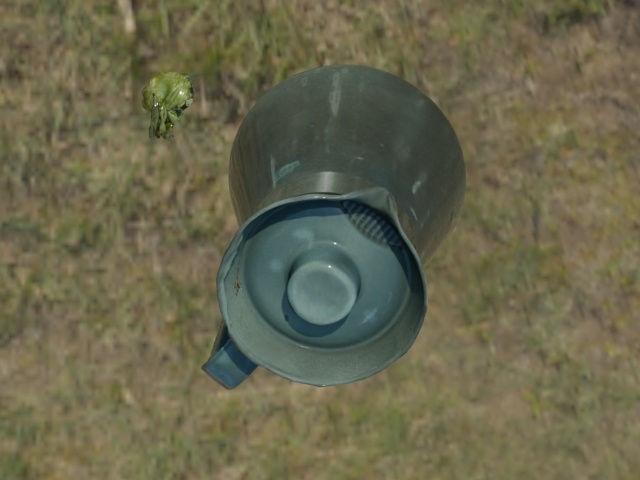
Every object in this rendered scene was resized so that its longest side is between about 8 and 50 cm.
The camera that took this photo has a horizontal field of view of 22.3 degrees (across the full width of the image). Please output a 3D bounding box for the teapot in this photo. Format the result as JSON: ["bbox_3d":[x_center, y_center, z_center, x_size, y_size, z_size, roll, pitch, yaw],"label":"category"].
[{"bbox_3d":[0.000,0.000,1.095,0.171,0.225,0.203,39,112,-11],"label":"teapot"}]

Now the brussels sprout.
[{"bbox_3d":[-0.173,-0.152,1.824,0.058,0.085,0.085,11,132,-5],"label":"brussels sprout"}]
